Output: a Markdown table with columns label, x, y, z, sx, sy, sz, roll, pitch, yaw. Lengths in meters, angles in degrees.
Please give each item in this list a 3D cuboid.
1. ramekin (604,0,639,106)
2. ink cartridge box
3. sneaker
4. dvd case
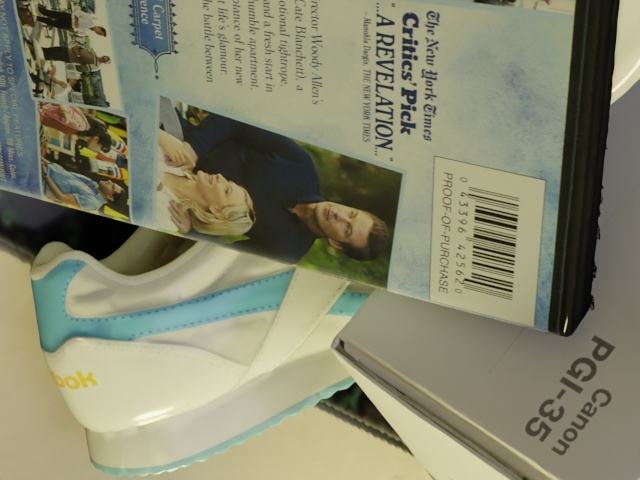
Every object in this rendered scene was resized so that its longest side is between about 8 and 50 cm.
| label | x | y | z | sx | sy | sz | roll | pitch | yaw |
| --- | --- | --- | --- | --- | --- | --- | --- | --- | --- |
| ramekin | 0.012 | -0.161 | 0.462 | 0.127 | 0.273 | 0.272 | -47 | 121 | -49 |
| ink cartridge box | 0.149 | 0.048 | 0.578 | 0.207 | 0.117 | 0.283 | -50 | 145 | -11 |
| sneaker | 0.000 | 0.000 | 0.577 | 0.229 | 0.087 | 0.092 | -28 | 109 | -22 |
| dvd case | -0.035 | -0.079 | 0.444 | 0.022 | 0.253 | 0.180 | -45 | 143 | -49 |
